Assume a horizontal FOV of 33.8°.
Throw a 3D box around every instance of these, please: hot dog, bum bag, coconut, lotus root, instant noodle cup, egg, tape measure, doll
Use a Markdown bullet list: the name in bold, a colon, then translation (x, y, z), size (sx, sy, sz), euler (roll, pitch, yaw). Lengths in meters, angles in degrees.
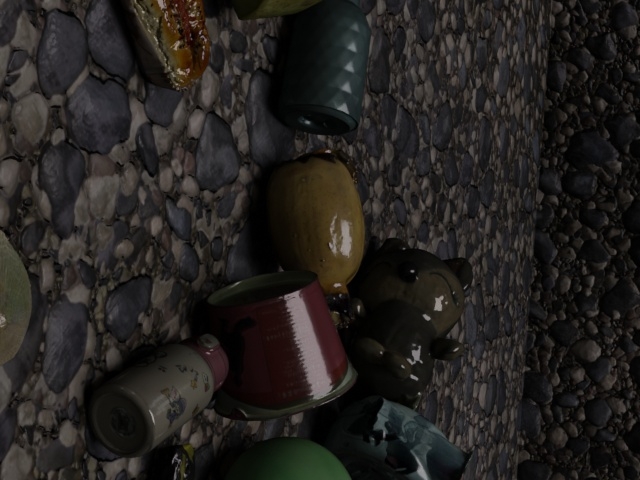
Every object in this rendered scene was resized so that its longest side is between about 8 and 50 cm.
- **hot dog**: translation (-0.215, -0.333, 1.433), size (0.144, 0.075, 0.268), euler (-56, 138, -43)
- **bum bag**: translation (-0.227, 0.402, 1.518), size (0.107, 0.060, 0.232), euler (72, 34, -54)
- **coconut**: translation (-0.373, 0.061, 1.021), size (0.194, 0.194, 0.194), euler (-14, 106, -63)
- **lotus root**: translation (0.000, 0.000, 1.772), size (0.183, 0.182, 0.310), euler (10, 67, -64)
- **instant noodle cup**: translation (-0.071, 0.156, 1.642), size (0.235, 0.234, 0.178), euler (-32, 113, -60)
- **egg**: translation (-0.051, 0.431, 1.704), size (0.270, 0.220, 0.220), euler (60, 40, -66)
- **tape measure**: translation (0.131, 0.425, 2.026), size (0.147, 0.256, 0.275), euler (-54, 176, -38)
- **doll**: translation (0.152, 0.187, 2.172), size (0.382, 0.252, 0.379), euler (-62, 179, -41)

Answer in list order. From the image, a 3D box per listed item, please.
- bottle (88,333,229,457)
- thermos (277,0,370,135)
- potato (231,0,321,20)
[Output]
- **bottle**: translation (-0.212, 0.205, 1.466), size (0.233, 0.110, 0.110), euler (-33, 122, -58)
- **thermos**: translation (0.015, -0.332, 1.849), size (0.182, 0.145, 0.286), euler (121, -21, -75)
- **potato**: translation (-0.005, -0.513, 1.563), size (0.280, 0.212, 0.330), euler (-24, 110, -36)
